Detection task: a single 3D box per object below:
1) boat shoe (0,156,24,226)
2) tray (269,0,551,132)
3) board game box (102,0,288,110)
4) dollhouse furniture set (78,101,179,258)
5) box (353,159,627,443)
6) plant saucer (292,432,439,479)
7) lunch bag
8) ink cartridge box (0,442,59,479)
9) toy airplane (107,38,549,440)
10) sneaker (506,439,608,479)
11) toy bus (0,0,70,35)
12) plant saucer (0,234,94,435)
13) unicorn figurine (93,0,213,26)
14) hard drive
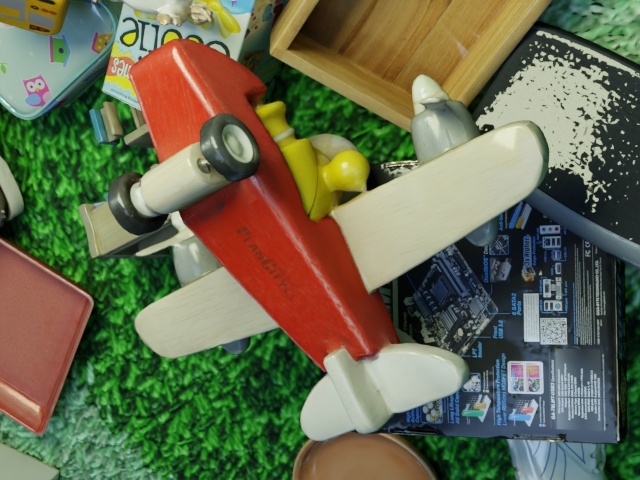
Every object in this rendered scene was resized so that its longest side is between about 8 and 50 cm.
[{"bbox_3d":[-0.475,-0.143,1.305,0.116,0.096,0.324,17,137,44],"label":"boat shoe"},{"bbox_3d":[0.142,-0.301,1.010,0.202,0.076,0.411,26,123,-18],"label":"tray"},{"bbox_3d":[-0.106,-0.265,1.124,0.142,0.144,0.275,26,118,12],"label":"board game box"},{"bbox_3d":[-0.204,-0.087,1.269,0.129,0.129,0.184,-25,76,29],"label":"dollhouse furniture set"},{"bbox_3d":[0.167,0.059,1.133,0.293,0.073,0.296,-3,86,25],"label":"box"},{"bbox_3d":[0.062,0.313,1.361,0.199,0.037,0.200,9,115,19],"label":"plant saucer"},{"bbox_3d":[-0.350,-0.293,1.234,0.224,0.108,0.279,-36,95,32],"label":"lunch bag"},{"bbox_3d":[-0.524,0.450,1.565,0.197,0.198,0.270,20,118,14],"label":"ink cartridge box"},{"bbox_3d":[0.000,0.000,1.056,0.386,0.272,0.384,14,127,9],"label":"toy airplane"},{"bbox_3d":[0.265,0.207,1.196,0.129,0.111,0.297,-28,99,24],"label":"sneaker"},{"bbox_3d":[-0.267,-0.389,1.086,0.108,0.130,0.333,15,76,-12],"label":"toy bus"},{"bbox_3d":[-0.439,0.102,1.471,0.259,0.048,0.258,31,119,7],"label":"plant saucer"},{"bbox_3d":[-0.177,-0.244,1.030,0.162,0.111,0.060,37,104,-7],"label":"unicorn figurine"},{"bbox_3d":[0.267,-0.093,1.033,0.254,0.054,0.172,36,98,23],"label":"hard drive"}]
